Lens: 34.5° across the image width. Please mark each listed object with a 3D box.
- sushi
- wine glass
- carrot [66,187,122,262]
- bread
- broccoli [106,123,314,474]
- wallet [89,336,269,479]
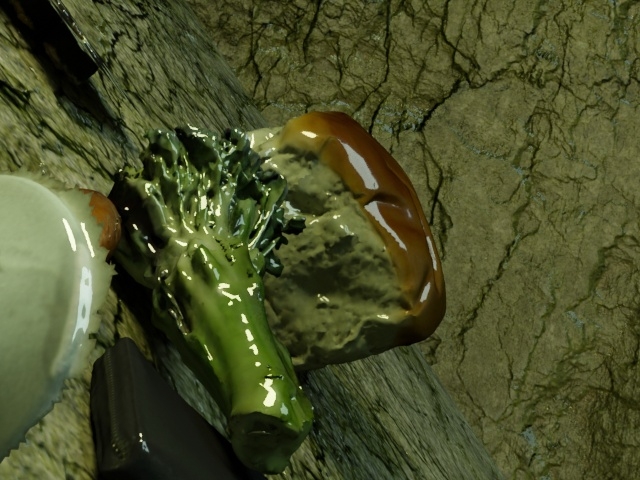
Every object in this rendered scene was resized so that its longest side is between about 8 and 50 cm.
[{"bbox_3d":[-0.275,-0.217,1.056,0.210,0.040,0.192,54,-1,18],"label":"sushi"},{"bbox_3d":[-0.194,-0.032,0.224,0.321,0.143,0.143,43,13,-50],"label":"wine glass"},{"bbox_3d":[-0.160,0.014,0.589,0.059,0.059,0.248,53,9,-11],"label":"carrot"},{"bbox_3d":[0.000,0.000,1.075,0.279,0.225,0.250,59,7,-1],"label":"bread"},{"bbox_3d":[-0.066,0.043,0.735,0.165,0.146,0.304,49,10,-37],"label":"broccoli"},{"bbox_3d":[-0.050,0.172,0.629,0.250,0.044,0.149,51,3,-26],"label":"wallet"}]
